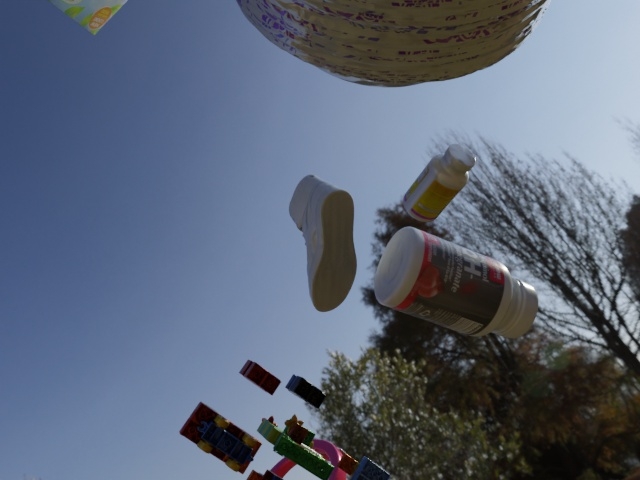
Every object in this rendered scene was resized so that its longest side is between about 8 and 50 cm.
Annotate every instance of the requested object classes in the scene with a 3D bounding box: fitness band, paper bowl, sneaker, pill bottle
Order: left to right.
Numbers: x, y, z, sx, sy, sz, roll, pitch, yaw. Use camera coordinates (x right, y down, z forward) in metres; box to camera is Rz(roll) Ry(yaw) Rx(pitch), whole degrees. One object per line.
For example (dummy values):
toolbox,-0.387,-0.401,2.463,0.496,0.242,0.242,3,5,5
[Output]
fitness band,-0.048,0.544,1.062,0.291,0.054,0.209,-28,19,50
sneaker,0.000,0.000,1.074,0.108,0.169,0.292,-7,-63,-25
paper bowl,0.060,-0.251,0.415,0.284,0.284,0.148,-22,-24,-11
pill bottle,0.122,-0.059,0.491,0.043,0.043,0.083,-9,-30,-30
pill bottle,0.293,0.103,1.032,0.319,0.176,0.176,20,-48,-12

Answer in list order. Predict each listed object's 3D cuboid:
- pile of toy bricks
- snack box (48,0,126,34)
pile of toy bricks,-0.034,0.208,0.491,0.118,0.212,0.105,-54,13,-19
snack box,-0.254,-0.339,0.525,0.174,0.070,0.207,-44,6,2
